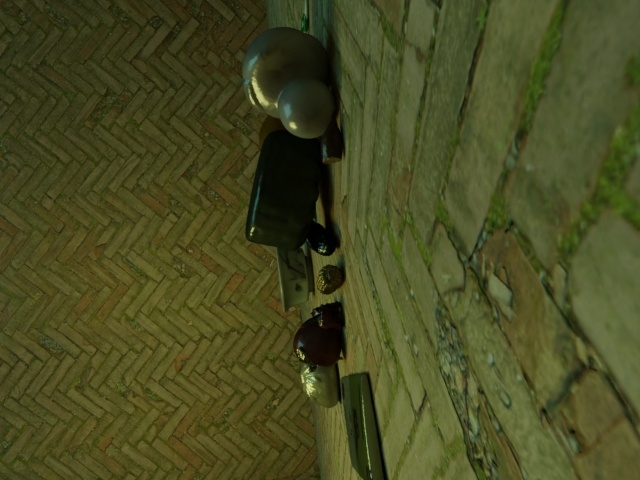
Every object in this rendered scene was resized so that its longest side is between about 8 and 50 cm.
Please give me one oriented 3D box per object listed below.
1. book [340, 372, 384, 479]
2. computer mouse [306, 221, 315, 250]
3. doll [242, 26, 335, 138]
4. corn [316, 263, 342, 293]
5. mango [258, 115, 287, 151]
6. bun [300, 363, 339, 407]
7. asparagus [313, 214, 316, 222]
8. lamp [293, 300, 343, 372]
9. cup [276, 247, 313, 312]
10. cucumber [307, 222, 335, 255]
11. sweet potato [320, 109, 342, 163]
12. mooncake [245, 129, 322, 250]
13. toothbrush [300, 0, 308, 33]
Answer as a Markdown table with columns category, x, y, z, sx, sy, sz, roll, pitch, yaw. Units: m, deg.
| category | x | y | z | sx | sy | sz | roll | pitch | yaw |
| --- | --- | --- | --- | --- | --- | --- | --- | --- | --- |
| book | 0.095 | 0.462 | 1.087 | 0.352 | 0.035 | 0.240 | 102 | 163 | -71 |
| computer mouse | -0.047 | -0.040 | 1.685 | 0.192 | 0.062 | 0.106 | -102 | 8 | -48 |
| doll | -0.059 | -0.342 | 0.976 | 0.251 | 0.220 | 0.221 | 50 | -159 | -48 |
| corn | 0.024 | 0.113 | 1.209 | 0.207 | 0.068 | 0.068 | 100 | 162 | -73 |
| mango | -0.130 | -0.367 | 1.573 | 0.160 | 0.190 | 0.291 | 116 | 152 | -65 |
| bun | -0.007 | 0.497 | 1.584 | 0.231 | 0.133 | 0.231 | 171 | 90 | -84 |
| asparagus | -0.042 | -0.174 | 1.653 | 0.034 | 0.027 | 0.236 | 121 | 143 | -61 |
| lamp | -0.008 | 0.295 | 1.312 | 0.215 | 0.150 | 0.224 | 165 | 101 | -79 |
| cup | -0.124 | 0.172 | 2.114 | 0.347 | 0.162 | 0.348 | 173 | 90 | -84 |
| cucumber | 0.001 | 0.002 | 1.273 | 0.300 | 0.071 | 0.072 | -124 | 28 | -76 |
| sweet potato | 0.027 | -0.226 | 0.948 | 0.049 | 0.049 | 0.117 | -141 | 55 | -81 |
| mooncake | -0.107 | -0.151 | 1.311 | 0.356 | 0.193 | 0.357 | -169 | 90 | -77 |
| toothbrush | -0.044 | -0.623 | 1.257 | 0.304 | 0.030 | 0.030 | 87 | 173 | -49 |
